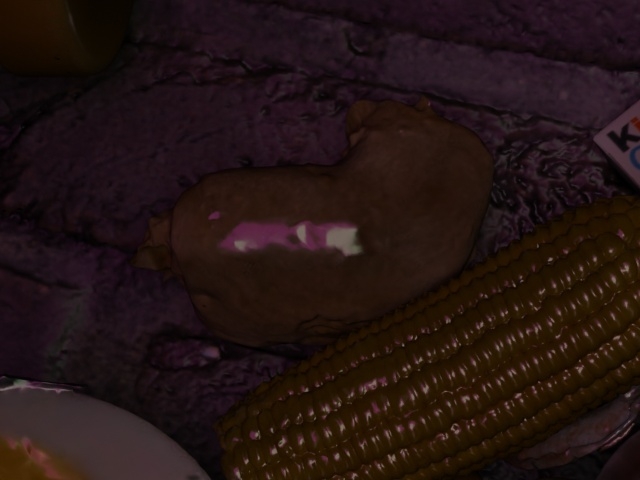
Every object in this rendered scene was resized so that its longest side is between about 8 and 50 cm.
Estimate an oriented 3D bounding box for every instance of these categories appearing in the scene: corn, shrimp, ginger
[{"bbox_3d":[0.090,0.091,1.317,0.344,0.131,0.131,-28,83,11],"label":"corn"},{"bbox_3d":[0.210,0.077,1.368,0.223,0.126,0.047,-45,121,-2],"label":"shrimp"},{"bbox_3d":[0.000,0.000,1.388,0.267,0.138,0.152,-20,57,-3],"label":"ginger"}]

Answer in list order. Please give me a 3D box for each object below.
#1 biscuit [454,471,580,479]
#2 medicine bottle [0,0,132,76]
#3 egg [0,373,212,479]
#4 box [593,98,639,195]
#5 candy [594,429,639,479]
[{"bbox_3d":[0.107,0.296,1.321,0.062,0.237,0.290,10,87,-35],"label":"biscuit"},{"bbox_3d":[-0.267,-0.233,1.390,0.232,0.238,0.238,-1,86,10],"label":"medicine bottle"},{"bbox_3d":[-0.199,0.277,1.361,0.337,0.201,0.337,1,71,-3],"label":"egg"},{"bbox_3d":[0.361,-0.071,1.317,0.273,0.048,0.265,-40,46,4],"label":"box"},{"bbox_3d":[0.314,0.237,1.315,0.289,0.157,0.214,31,76,16],"label":"candy"}]
